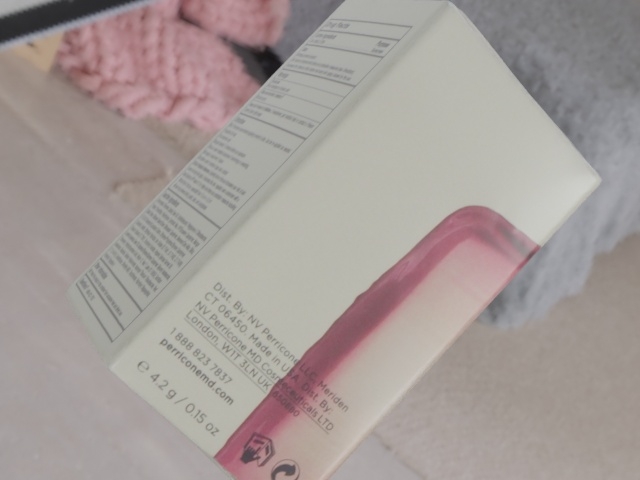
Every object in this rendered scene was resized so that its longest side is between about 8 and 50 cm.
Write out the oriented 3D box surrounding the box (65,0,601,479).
[{"bbox_3d":[0.000,0.000,0.662,0.127,0.232,0.148,46,-5,-21],"label":"box"}]
